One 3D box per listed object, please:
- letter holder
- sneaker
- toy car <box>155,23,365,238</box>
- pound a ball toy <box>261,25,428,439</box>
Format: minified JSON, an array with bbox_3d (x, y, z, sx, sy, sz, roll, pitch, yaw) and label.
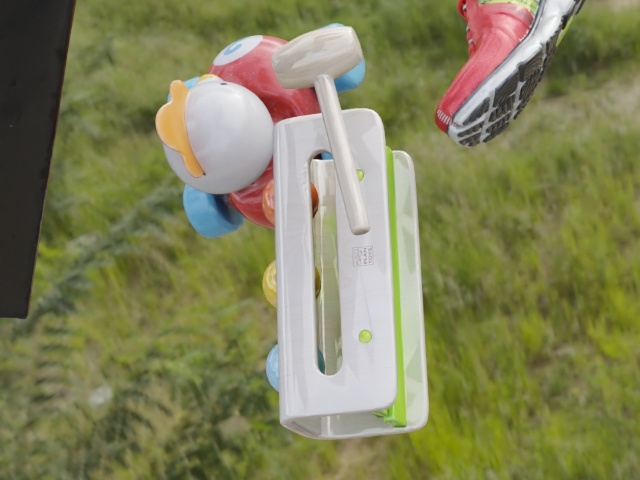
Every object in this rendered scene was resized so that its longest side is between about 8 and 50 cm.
[{"bbox_3d":[-0.290,-0.122,1.083,0.152,0.302,0.214,1,38,-21],"label":"letter holder"},{"bbox_3d":[0.161,-0.201,1.303,0.118,0.107,0.279,27,63,11],"label":"sneaker"},{"bbox_3d":[-0.091,-0.123,1.471,0.219,0.238,0.210,-17,77,27],"label":"toy car"},{"bbox_3d":[0.000,0.000,1.263,0.136,0.208,0.319,-8,72,16],"label":"pound a ball toy"}]
